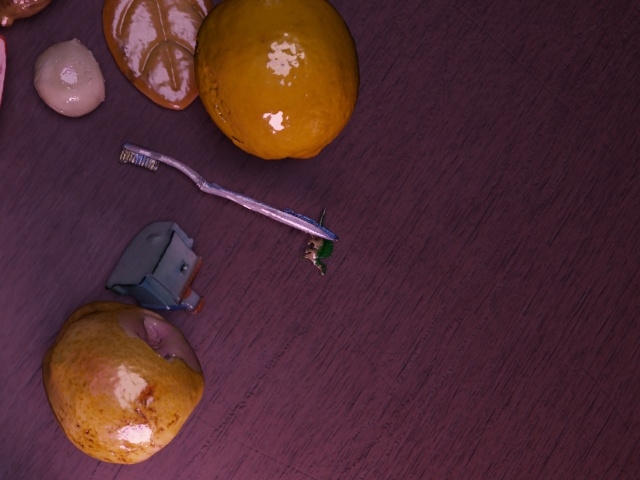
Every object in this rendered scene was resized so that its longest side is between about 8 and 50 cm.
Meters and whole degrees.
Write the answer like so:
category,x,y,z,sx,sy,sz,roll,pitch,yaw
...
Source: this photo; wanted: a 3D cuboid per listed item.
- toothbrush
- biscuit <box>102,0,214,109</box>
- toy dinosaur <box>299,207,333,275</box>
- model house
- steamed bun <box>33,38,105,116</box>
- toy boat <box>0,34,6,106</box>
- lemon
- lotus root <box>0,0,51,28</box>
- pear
category,x,y,z,sx,sy,sz,roll,pitch,yaw
toothbrush,-0.157,-0.081,1.945,0.413,0.035,0.042,22,99,-7
biscuit,-0.273,-0.357,1.934,0.202,0.041,0.260,-12,89,-14
toy dinosaur,0.000,0.001,2.001,0.060,0.029,0.120,19,78,-28
model house,-0.262,0.066,1.900,0.149,0.119,0.148,48,53,-32
steamed bun,-0.427,-0.274,1.868,0.112,0.091,0.130,-25,94,-12
toy boat,-0.615,-0.161,1.826,0.136,0.079,0.392,27,83,-9
lemon,-0.073,-0.284,1.862,0.297,0.297,0.297,0,88,-14
lotus root,-0.494,-0.451,1.847,0.138,0.138,0.214,24,94,-12
pear,-0.324,0.224,1.795,0.271,0.271,0.271,0,88,-14
